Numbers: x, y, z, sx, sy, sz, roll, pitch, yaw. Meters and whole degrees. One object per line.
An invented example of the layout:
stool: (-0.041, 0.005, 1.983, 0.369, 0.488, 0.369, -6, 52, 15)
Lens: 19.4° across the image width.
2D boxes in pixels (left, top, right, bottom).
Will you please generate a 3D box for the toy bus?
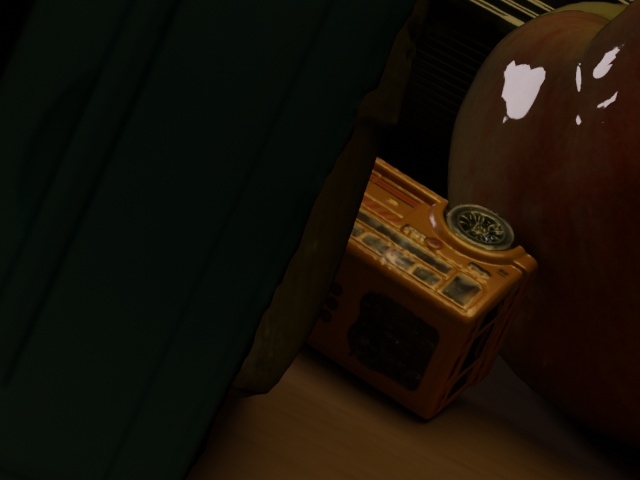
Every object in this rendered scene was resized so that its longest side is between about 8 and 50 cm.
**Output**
toy bus: (0.000, 0.000, 0.754, 0.162, 0.070, 0.074, 32, 35, 17)

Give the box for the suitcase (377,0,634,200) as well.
suitcase: (0.139, -0.087, 1.007, 0.312, 0.128, 0.202, 30, -26, 10)

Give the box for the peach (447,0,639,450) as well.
peach: (0.164, -0.003, 0.805, 0.232, 0.232, 0.232, 24, 16, -7)

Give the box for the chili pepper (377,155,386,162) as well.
chili pepper: (0.025, -0.033, 1.003, 0.030, 0.017, 0.083, 25, 13, -2)

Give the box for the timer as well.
timer: (-0.122, -0.054, 0.442, 0.250, 0.232, 0.091, 21, 15, -23)

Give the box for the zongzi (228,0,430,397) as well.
zongzi: (-0.104, -0.208, 0.637, 0.418, 0.447, 0.181, 20, -9, -3)
